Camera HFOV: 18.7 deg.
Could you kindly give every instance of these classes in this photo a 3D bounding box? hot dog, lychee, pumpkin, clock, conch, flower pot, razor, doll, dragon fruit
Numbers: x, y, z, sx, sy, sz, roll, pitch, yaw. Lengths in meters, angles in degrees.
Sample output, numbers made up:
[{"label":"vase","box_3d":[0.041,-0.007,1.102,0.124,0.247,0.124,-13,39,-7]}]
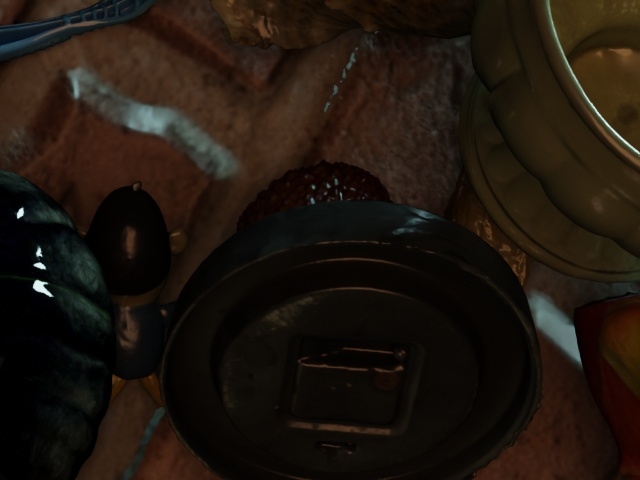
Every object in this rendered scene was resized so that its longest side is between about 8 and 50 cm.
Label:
[{"label":"hot dog","box_3d":[0.133,-0.019,1.506,0.073,0.084,0.243,18,88,-4]},{"label":"lychee","box_3d":[0.000,0.000,1.473,0.123,0.123,0.129,42,53,-6]},{"label":"pumpkin","box_3d":[-0.293,0.067,1.347,0.295,0.296,0.296,0,90,-8]},{"label":"clock","box_3d":[0.023,0.089,1.426,0.280,0.055,0.281,0,131,0]},{"label":"conch","box_3d":[0.052,-0.239,1.452,0.291,0.159,0.210,-25,102,-5]},{"label":"flower pot","box_3d":[0.237,-0.106,1.353,0.307,0.244,0.307,5,70,-14]},{"label":"razor","box_3d":[-0.218,-0.161,1.478,0.253,0.042,0.082,-21,51,-7]},{"label":"doll","box_3d":[-0.144,0.038,1.472,0.102,0.089,0.179,2,113,-7]},{"label":"dragon fruit","box_3d":[0.338,0.110,1.435,0.290,0.290,0.189,-12,88,-8]}]
